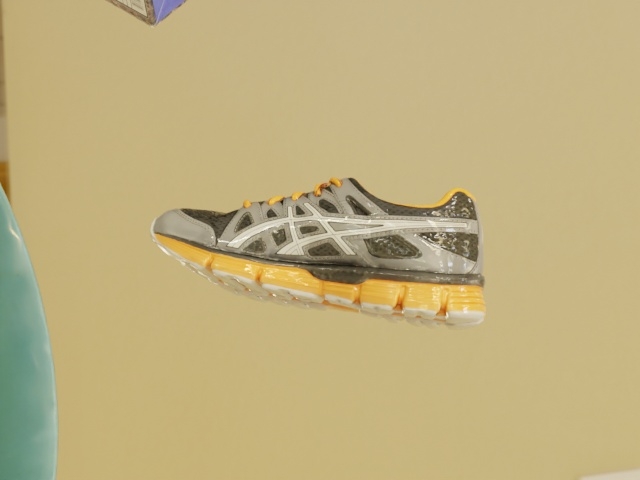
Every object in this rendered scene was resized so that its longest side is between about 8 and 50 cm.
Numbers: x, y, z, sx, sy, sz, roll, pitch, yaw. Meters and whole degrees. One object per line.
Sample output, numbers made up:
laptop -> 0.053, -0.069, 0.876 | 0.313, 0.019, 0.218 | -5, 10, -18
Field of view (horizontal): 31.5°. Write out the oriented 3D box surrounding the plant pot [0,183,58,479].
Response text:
plant pot -> -0.297, 0.066, 0.543 | 0.235, 0.293, 0.293 | -15, 163, 10

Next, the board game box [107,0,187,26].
board game box -> -0.243, -0.398, 1.164 | 0.141, 0.291, 0.232 | -45, 153, -27

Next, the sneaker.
sneaker -> 0.000, 0.000, 0.701 | 0.215, 0.083, 0.084 | 8, 171, 12
